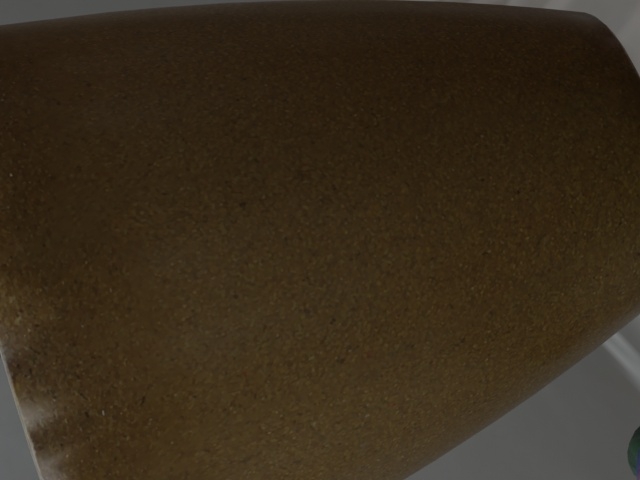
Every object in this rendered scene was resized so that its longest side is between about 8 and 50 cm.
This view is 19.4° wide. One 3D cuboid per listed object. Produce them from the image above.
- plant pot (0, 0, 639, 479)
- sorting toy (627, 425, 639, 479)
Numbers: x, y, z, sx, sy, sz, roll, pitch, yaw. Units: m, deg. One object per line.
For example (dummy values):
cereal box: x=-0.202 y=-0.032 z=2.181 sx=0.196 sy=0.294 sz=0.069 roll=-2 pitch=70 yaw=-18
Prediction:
plant pot: x=0.000 y=0.000 z=0.734 sx=0.254 sy=0.237 sz=0.237 roll=-17 pitch=-123 yaw=-8
sorting toy: x=0.204 y=-0.051 z=0.711 sx=0.127 sy=0.366 sz=0.126 roll=26 pitch=179 yaw=-14
